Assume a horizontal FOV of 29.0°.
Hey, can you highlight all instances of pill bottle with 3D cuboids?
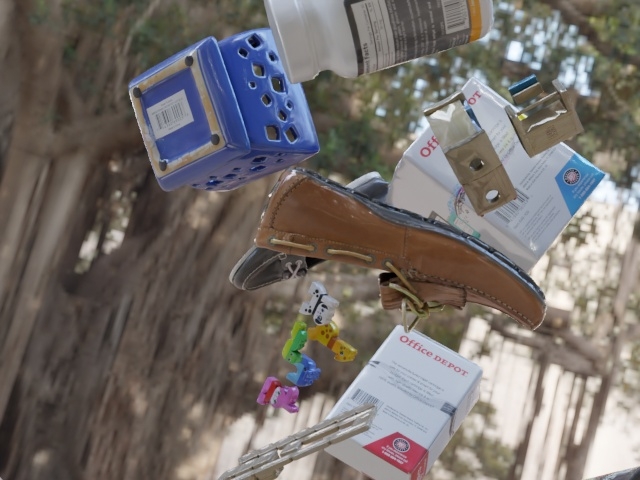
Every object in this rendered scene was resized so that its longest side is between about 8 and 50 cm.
[{"bbox_3d":[0.075,-0.308,1.636,0.278,0.162,0.162,-17,-15,-3],"label":"pill bottle"}]

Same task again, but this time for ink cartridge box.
[{"bbox_3d":[0.159,0.323,2.366,0.197,0.273,0.114,28,-32,21],"label":"ink cartridge box"},{"bbox_3d":[0.278,-0.085,2.024,0.270,0.198,0.197,39,-20,9],"label":"ink cartridge box"}]

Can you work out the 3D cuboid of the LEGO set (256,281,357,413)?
[{"bbox_3d":[-0.003,0.188,2.027,0.093,0.227,0.087,33,17,29],"label":"LEGO set"}]

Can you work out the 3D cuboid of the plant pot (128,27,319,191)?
[{"bbox_3d":[-0.176,-0.213,2.077,0.236,0.236,0.212,-21,-6,36],"label":"plant pot"}]

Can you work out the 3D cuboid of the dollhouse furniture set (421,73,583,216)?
[{"bbox_3d":[0.265,-0.150,1.750,0.184,0.129,0.129,-28,-54,7],"label":"dollhouse furniture set"}]

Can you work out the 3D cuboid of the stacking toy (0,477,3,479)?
[{"bbox_3d":[-0.350,0.421,1.599,0.141,0.141,0.330,2,-29,42],"label":"stacking toy"}]

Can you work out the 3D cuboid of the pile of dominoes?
[{"bbox_3d":[-0.025,0.305,1.765,0.251,0.040,0.196,-24,0,11],"label":"pile of dominoes"}]

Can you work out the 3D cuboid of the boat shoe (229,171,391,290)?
[{"bbox_3d":[0.000,0.000,2.148,0.095,0.335,0.112,50,-17,22],"label":"boat shoe"}]

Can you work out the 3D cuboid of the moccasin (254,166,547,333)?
[{"bbox_3d":[0.102,0.035,1.571,0.380,0.147,0.139,22,-1,-5],"label":"moccasin"}]

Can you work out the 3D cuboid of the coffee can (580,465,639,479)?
[{"bbox_3d":[0.432,0.429,1.757,0.202,0.201,0.275,19,-23,-13],"label":"coffee can"}]
